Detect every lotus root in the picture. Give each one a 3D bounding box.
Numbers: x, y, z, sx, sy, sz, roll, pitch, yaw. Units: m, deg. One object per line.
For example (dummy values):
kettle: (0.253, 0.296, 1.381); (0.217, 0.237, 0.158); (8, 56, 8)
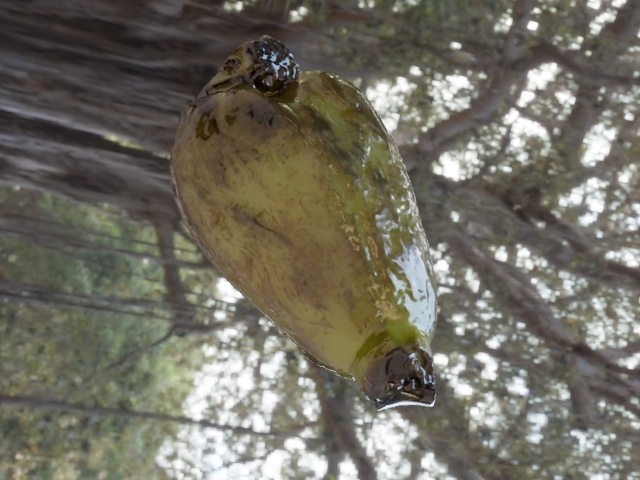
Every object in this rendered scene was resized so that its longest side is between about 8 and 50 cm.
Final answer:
lotus root: (0.000, 0.000, 0.457); (0.190, 0.108, 0.094); (63, -12, 19)
